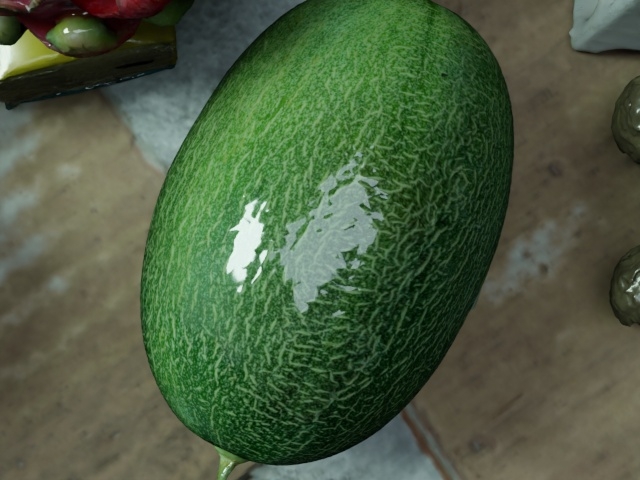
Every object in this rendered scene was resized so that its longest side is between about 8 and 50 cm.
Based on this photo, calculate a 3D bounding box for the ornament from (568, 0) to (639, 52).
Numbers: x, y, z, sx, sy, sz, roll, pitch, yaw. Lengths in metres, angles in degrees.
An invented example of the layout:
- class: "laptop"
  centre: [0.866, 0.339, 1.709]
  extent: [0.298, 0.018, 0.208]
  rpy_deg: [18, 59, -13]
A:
- class: "ornament"
  centre: [0.305, -0.238, 0.496]
  extent: [0.240, 0.239, 0.239]
  rpy_deg: [8, 85, -5]

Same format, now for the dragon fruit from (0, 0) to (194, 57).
- class: "dragon fruit"
  centre: [-0.111, -0.219, 0.393]
  extent: [0.219, 0.198, 0.272]
  rpy_deg: [-3, 91, -15]

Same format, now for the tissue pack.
- class: "tissue pack"
  centre: [-0.163, -0.176, 0.528]
  extent: [0.120, 0.082, 0.169]
  rpy_deg: [-15, 87, -7]

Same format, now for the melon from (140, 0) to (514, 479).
- class: "melon"
  centre: [0.000, 0.000, 0.480]
  extent: [0.182, 0.182, 0.287]
  rpy_deg: [27, 83, -2]

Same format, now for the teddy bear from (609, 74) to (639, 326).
- class: "teddy bear"
  centre: [0.253, -0.034, 0.501]
  extent: [0.140, 0.190, 0.177]
  rpy_deg: [5, 80, 2]
